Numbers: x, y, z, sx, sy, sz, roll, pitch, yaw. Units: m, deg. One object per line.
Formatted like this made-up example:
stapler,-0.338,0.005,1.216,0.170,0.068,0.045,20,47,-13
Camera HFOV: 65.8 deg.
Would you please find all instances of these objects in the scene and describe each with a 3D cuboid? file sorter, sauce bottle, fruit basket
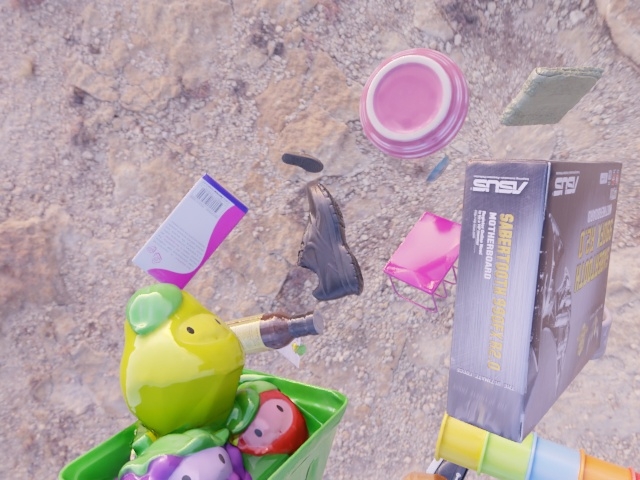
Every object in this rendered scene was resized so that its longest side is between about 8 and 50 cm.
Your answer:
file sorter,0.404,0.084,1.799,0.202,0.182,0.291,25,66,35
sauce bottle,-0.157,0.263,1.414,0.344,0.111,0.112,-14,93,24
fruit basket,-0.153,0.245,0.703,0.282,0.392,0.393,5,100,27

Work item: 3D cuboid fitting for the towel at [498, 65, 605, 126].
towel,0.349,-0.219,0.755,0.027,0.148,0.110,65,151,25

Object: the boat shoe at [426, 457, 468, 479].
boat shoe,0.397,0.530,1.298,0.091,0.114,0.303,36,98,33

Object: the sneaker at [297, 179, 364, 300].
sneaker,0.000,0.000,1.104,0.130,0.109,0.287,-20,70,11

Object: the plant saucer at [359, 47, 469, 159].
plant saucer,0.266,-0.410,1.464,0.331,0.084,0.333,-1,88,23

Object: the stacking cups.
stacking cups,0.331,0.328,0.709,0.315,0.096,0.096,14,103,22

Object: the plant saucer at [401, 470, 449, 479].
plant saucer,0.175,0.350,0.572,0.037,0.200,0.200,-44,81,3

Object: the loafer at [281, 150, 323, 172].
loafer,-0.058,-0.274,1.678,0.147,0.050,0.056,19,124,-7

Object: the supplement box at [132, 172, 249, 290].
supplement box,-0.257,-0.017,0.997,0.111,0.114,0.220,41,89,-13

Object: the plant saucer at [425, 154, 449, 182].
plant saucer,0.419,-0.247,1.748,0.021,0.119,0.119,42,110,13

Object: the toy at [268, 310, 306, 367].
toy,-0.122,0.364,1.855,0.237,0.056,0.137,25,115,56

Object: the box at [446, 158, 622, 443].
box,0.183,0.026,0.402,0.056,0.231,0.183,9,102,40

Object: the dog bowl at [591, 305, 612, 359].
dog bowl,0.667,0.196,1.439,0.348,0.348,0.102,22,115,17
